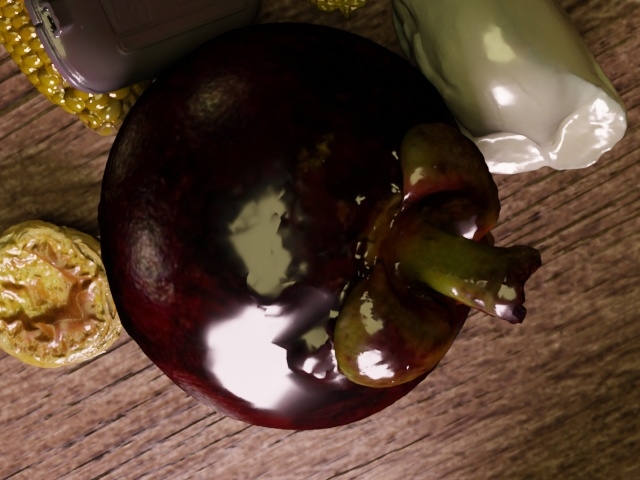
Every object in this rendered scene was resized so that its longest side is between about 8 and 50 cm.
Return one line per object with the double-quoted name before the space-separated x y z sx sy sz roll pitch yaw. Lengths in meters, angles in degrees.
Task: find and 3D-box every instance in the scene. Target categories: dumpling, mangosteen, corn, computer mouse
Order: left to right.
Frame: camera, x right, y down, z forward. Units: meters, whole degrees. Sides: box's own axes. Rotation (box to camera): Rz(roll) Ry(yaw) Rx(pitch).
"corn" -0.222 -0.225 1.098 0.119 0.119 0.322 -30 107 10
"computer mouse" -0.128 -0.178 1.063 0.057 0.232 0.120 -18 100 39
"mangosteen" -0.013 0.000 1.055 0.297 0.293 0.297 -8 128 -10
"dumpling" 0.121 -0.139 1.116 0.229 0.124 0.151 53 137 -6

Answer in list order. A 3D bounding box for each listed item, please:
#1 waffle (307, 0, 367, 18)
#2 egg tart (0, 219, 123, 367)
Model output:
"waffle" 0.010 -0.219 1.138 0.078 0.016 0.085 25 104 -5
"egg tart" -0.214 0.039 1.201 0.130 0.052 0.130 1 106 4
